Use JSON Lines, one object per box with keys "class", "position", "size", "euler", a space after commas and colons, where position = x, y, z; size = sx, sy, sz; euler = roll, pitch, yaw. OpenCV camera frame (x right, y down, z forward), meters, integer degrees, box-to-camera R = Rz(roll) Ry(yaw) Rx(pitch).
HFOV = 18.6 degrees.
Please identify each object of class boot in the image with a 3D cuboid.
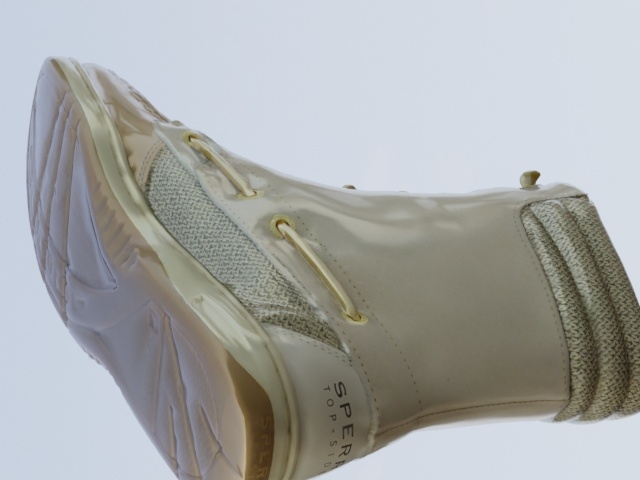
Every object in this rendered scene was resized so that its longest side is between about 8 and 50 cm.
{"class": "boot", "position": [0.000, 0.000, 0.818], "size": [0.203, 0.262, 0.095], "euler": [-8, -56, -26]}
